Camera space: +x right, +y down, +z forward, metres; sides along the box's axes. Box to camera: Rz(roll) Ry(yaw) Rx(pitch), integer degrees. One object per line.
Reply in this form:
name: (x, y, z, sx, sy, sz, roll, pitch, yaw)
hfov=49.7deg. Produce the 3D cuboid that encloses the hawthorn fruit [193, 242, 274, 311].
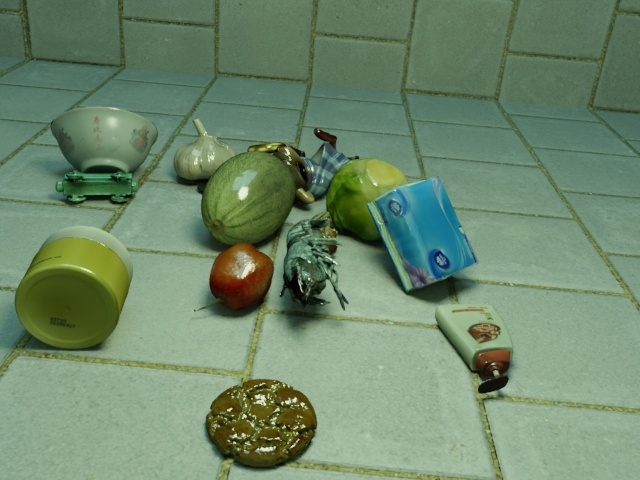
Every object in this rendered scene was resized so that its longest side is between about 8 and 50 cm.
hawthorn fruit: (-0.206, 0.106, 1.673, 0.162, 0.162, 0.203, 14, 44, 18)

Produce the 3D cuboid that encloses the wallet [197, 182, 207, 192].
wallet: (-0.273, -0.137, 2.252, 0.146, 0.030, 0.285, -13, 33, -37)

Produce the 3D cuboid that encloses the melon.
melon: (-0.208, -0.121, 1.995, 0.248, 0.248, 0.329, 15, 38, 19)

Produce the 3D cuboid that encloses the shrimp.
shrimp: (-0.024, 0.057, 1.713, 0.166, 0.221, 0.410, 16, 27, -23)

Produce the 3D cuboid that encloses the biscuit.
biscuit: (-0.113, 0.341, 1.328, 0.226, 0.042, 0.226, 4, 28, -2)

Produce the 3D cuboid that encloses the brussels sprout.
brussels sprout: (0.150, -0.123, 2.062, 0.259, 0.294, 0.227, 28, 57, 0)

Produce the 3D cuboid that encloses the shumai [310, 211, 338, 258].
shumai: (-0.002, 0.001, 1.960, 0.116, 0.145, 0.145, 43, 40, 18)

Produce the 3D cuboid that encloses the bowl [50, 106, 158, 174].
bowl: (-0.707, -0.289, 2.273, 0.345, 0.345, 0.157, -1, 70, -12)

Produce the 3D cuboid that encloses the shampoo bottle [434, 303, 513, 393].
shampoo bottle: (0.365, 0.242, 1.570, 0.153, 0.071, 0.284, 1, 26, -5)

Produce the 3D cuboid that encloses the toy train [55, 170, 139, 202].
toy train: (-0.705, -0.178, 2.196, 0.248, 0.101, 0.159, -1, 14, -15)

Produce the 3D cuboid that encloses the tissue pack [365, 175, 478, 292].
tissue pack: (0.275, -0.019, 1.843, 0.198, 0.263, 0.146, -18, -7, -39)

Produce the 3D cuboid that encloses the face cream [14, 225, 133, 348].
face cream: (-0.538, 0.103, 1.526, 0.218, 0.218, 0.179, 2, 28, -6)

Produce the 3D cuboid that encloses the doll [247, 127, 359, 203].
doll: (-0.050, -0.249, 2.312, 0.318, 0.209, 0.340, 21, 33, 33)

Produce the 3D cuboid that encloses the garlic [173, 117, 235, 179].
garlic: (-0.397, -0.313, 2.362, 0.218, 0.212, 0.218, -3, 15, 1)
